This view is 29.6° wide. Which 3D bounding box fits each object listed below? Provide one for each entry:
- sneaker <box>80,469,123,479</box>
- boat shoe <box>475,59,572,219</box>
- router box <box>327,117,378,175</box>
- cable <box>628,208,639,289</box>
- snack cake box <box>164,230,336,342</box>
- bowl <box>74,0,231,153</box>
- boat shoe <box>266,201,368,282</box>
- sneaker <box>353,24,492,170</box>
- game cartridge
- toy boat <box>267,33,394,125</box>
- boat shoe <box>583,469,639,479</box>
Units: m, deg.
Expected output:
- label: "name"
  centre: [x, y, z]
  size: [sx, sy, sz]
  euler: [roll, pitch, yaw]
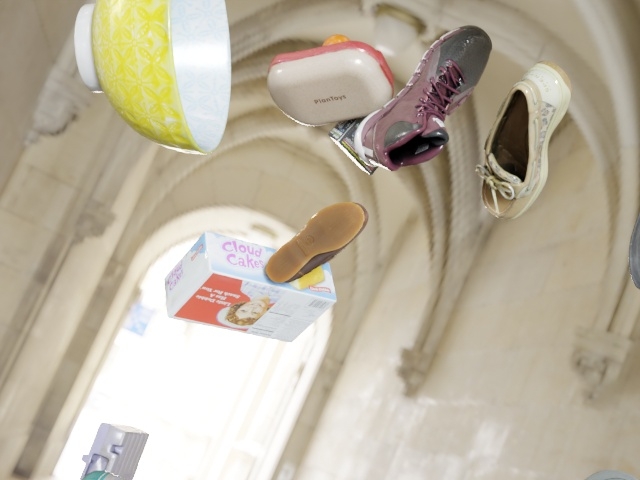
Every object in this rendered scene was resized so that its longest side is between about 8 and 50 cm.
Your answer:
- label: "sneaker"
  centre: [-0.357, 0.386, 1.438]
  size: [0.121, 0.302, 0.108]
  euler: [25, -29, 21]
- label: "boat shoe"
  centre: [0.286, -0.138, 1.806]
  size: [0.104, 0.089, 0.285]
  euler: [38, -41, 28]
- label: "router box"
  centre: [0.083, -0.190, 2.226]
  size: [0.038, 0.092, 0.122]
  euler: [38, -3, 47]
- label: "cable"
  centre: [0.442, -0.062, 1.533]
  size: [0.072, 0.287, 0.139]
  euler: [-8, -59, 29]
- label: "snack cake box"
  centre: [-0.124, 0.087, 2.138]
  size: [0.264, 0.089, 0.152]
  euler: [15, -42, -33]
- label: "bowl"
  centre: [-0.225, -0.253, 1.568]
  size: [0.156, 0.290, 0.289]
  euler: [-2, -16, 10]
- label: "boat shoe"
  centre: [0.000, 0.000, 2.025]
  size: [0.073, 0.207, 0.073]
  euler: [-5, 64, -63]
- label: "sneaker"
  centre: [0.186, -0.205, 1.871]
  size: [0.106, 0.281, 0.162]
  euler: [41, 2, -26]
- label: "game cartridge"
  centre: [-0.385, 0.472, 1.984]
  size: [0.068, 0.355, 0.230]
  euler: [20, -9, 2]
- label: "toy boat"
  centre: [0.020, -0.302, 2.143]
  size: [0.231, 0.151, 0.151]
  euler: [-7, -42, 26]
- label: "boat shoe"
  centre: [0.342, 0.453, 1.559]
  size: [0.118, 0.320, 0.103]
  euler: [9, -23, 29]
